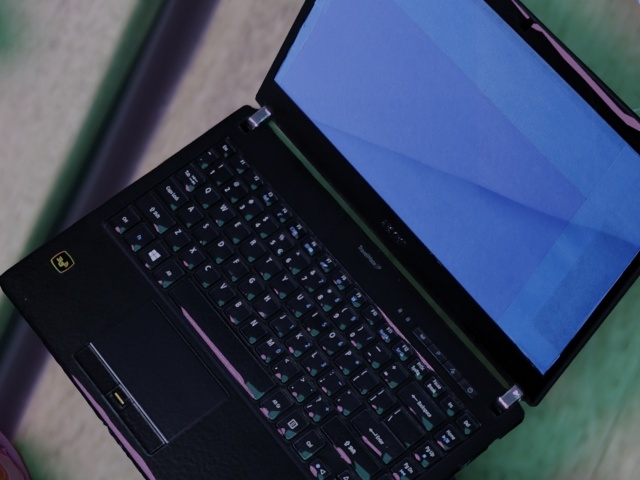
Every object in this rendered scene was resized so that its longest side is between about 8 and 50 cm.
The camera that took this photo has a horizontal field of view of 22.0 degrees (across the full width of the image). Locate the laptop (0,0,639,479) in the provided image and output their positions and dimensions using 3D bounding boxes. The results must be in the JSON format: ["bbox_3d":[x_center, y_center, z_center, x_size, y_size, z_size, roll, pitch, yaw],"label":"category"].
[{"bbox_3d":[0.000,0.000,0.791,0.264,0.136,0.234,-36,66,-13],"label":"laptop"}]

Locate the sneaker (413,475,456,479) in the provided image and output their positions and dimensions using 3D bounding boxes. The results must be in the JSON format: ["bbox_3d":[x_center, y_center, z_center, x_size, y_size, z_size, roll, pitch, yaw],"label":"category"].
[{"bbox_3d":[0.028,0.161,0.847,0.261,0.104,0.125,8,56,23],"label":"sneaker"}]

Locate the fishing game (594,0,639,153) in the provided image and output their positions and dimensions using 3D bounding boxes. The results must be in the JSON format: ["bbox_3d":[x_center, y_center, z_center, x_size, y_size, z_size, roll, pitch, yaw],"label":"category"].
[{"bbox_3d":[0.230,-0.142,0.782,0.189,0.041,0.264,20,82,1],"label":"fishing game"}]

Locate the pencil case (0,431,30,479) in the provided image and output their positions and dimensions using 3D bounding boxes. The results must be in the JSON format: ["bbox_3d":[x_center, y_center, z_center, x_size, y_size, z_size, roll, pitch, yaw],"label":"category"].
[{"bbox_3d":[-0.284,0.201,0.890,0.284,0.124,0.124,-29,83,10],"label":"pencil case"}]
